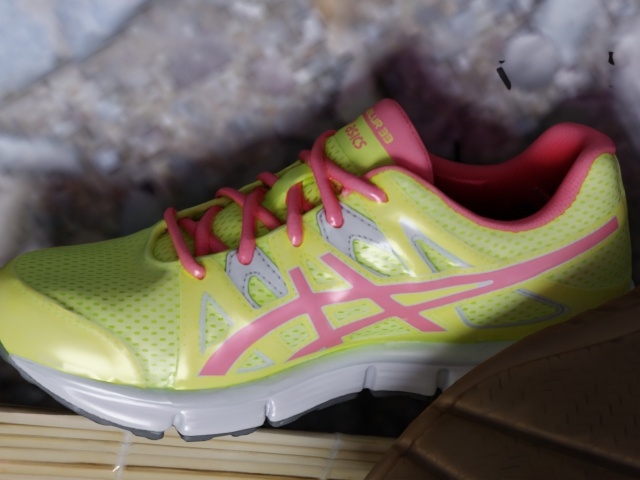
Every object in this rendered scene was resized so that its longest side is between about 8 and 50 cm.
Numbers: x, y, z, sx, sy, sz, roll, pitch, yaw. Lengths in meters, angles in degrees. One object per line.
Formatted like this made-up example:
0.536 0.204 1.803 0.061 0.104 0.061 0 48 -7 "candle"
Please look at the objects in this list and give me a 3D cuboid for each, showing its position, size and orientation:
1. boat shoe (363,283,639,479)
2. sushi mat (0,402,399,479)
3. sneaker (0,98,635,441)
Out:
0.127 0.068 0.501 0.341 0.121 0.110 -39 129 -13 "boat shoe"
-0.011 0.114 0.591 0.316 0.019 0.151 7 129 -16 "sushi mat"
0.000 0.000 0.537 0.208 0.081 0.094 -5 119 -14 "sneaker"
